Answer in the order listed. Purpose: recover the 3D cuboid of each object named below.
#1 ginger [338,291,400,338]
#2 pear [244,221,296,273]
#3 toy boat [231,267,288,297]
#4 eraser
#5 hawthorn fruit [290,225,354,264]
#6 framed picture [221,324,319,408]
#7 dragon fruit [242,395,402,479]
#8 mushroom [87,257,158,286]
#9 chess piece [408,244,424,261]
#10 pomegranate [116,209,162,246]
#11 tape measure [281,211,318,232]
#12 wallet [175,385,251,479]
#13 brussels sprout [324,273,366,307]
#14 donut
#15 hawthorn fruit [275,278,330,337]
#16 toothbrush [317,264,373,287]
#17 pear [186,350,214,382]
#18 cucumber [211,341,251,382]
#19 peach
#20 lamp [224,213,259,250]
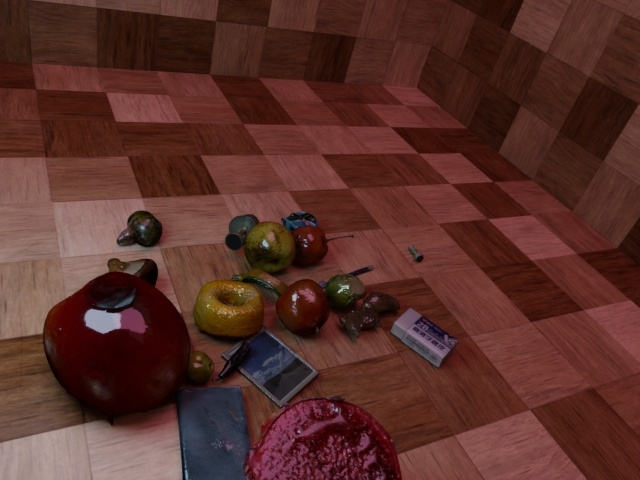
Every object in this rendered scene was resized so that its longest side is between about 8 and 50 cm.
[{"bbox_3d":[0.188,0.256,1.919,0.122,0.084,0.290,32,37,31],"label":"ginger"},{"bbox_3d":[-0.190,0.018,1.985,0.197,0.197,0.197,11,36,-8],"label":"pear"},{"bbox_3d":[-0.206,0.161,1.906,0.229,0.089,0.088,28,76,14],"label":"toy boat"},{"bbox_3d":[0.369,0.340,1.894,0.210,0.068,0.124,34,41,24],"label":"eraser"},{"bbox_3d":[0.000,0.000,2.128,0.285,0.165,0.165,-18,48,-37],"label":"hawthorn fruit"},{"bbox_3d":[-0.154,0.387,1.660,0.260,0.023,0.189,35,42,23],"label":"framed picture"},{"bbox_3d":[-0.009,0.574,1.266,0.386,0.249,0.371,18,51,-9],"label":"dragon fruit"},{"bbox_3d":[-0.612,0.144,1.682,0.194,0.138,0.231,21,36,39],"label":"mushroom"},{"bbox_3d":[0.412,0.052,2.328,0.042,0.042,0.093,0,34,-22],"label":"chess piece"},{"bbox_3d":[-0.658,-0.039,1.938,0.163,0.126,0.138,-18,60,-38],"label":"pomegranate"},{"bbox_3d":[-0.077,-0.068,2.252,0.146,0.081,0.125,37,43,25],"label":"tape measure"},{"bbox_3d":[-0.270,0.542,1.380,0.190,0.046,0.379,2,37,-21],"label":"wallet"},{"bbox_3d":[0.084,0.179,1.937,0.155,0.155,0.118,-28,91,-45],"label":"brussels sprout"},{"bbox_3d":[-0.298,0.222,1.754,0.253,0.118,0.253,9,22,-4],"label":"donut"},{"bbox_3d":[-0.048,0.237,1.778,0.179,0.179,0.200,-12,53,-34],"label":"hawthorn fruit"},{"bbox_3d":[0.102,0.139,2.097,0.288,0.024,0.026,-16,33,-36],"label":"toothbrush"},{"bbox_3d":[-0.360,0.369,1.547,0.096,0.092,0.092,-17,25,26],"label":"pear"},{"bbox_3d":[-0.264,0.366,1.599,0.043,0.039,0.163,7,32,24],"label":"cucumber"},{"bbox_3d":[-0.543,0.258,1.432,0.406,0.310,0.335,35,36,26],"label":"peach"},{"bbox_3d":[-0.306,-0.034,2.075,0.121,0.121,0.215,19,25,4],"label":"lamp"}]
